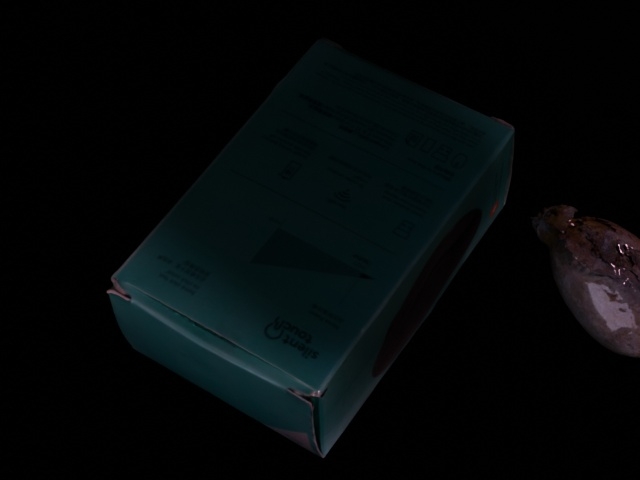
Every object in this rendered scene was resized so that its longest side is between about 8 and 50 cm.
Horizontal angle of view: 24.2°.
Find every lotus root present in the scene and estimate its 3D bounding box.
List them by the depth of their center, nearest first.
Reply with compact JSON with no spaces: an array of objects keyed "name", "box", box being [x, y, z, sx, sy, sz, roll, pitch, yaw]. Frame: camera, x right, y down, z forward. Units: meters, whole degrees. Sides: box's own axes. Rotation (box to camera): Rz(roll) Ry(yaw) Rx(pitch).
[{"name":"lotus root","box":[0.242,0.033,1.253,0.165,0.088,0.088,48,152,3]}]

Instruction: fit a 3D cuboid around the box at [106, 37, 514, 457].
[{"name":"box","box":[0.000,0.000,1.236,0.205,0.311,0.118,26,150,22]}]
